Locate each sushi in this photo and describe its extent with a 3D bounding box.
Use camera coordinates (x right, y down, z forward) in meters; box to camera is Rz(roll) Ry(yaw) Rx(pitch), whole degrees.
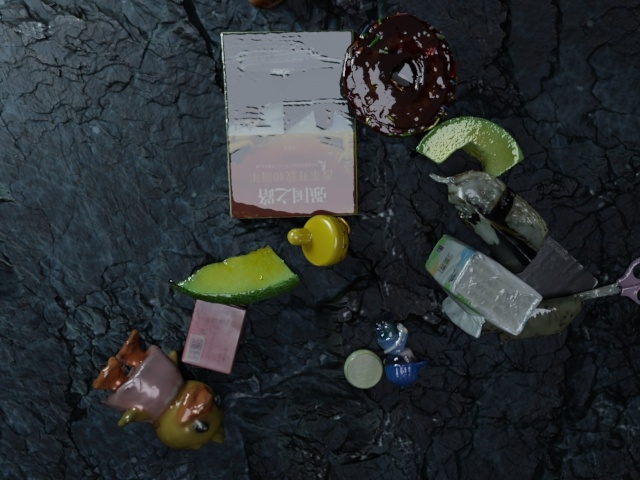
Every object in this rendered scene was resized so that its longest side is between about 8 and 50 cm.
[{"bbox_3d":[0.349,-0.067,1.264,0.109,0.134,0.273,-42,82,-9],"label":"sushi"}]

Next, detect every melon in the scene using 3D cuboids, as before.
[{"bbox_3d":[0.303,-0.189,1.263,0.210,0.064,0.118,24,96,-7],"label":"melon"},{"bbox_3d":[-0.174,0.073,1.267,0.262,0.053,0.113,-7,80,-14],"label":"melon"}]

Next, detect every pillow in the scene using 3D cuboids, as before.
[{"bbox_3d":[0.441,0.172,1.321,0.241,0.051,0.093,-9,110,0],"label":"pillow"}]

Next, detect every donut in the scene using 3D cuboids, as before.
[{"bbox_3d":[0.151,-0.316,1.218,0.235,0.089,0.235,-1,97,-9],"label":"donut"}]

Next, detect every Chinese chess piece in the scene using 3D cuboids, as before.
[{"bbox_3d":[0.092,0.275,1.335,0.084,0.034,0.084,0,97,-4],"label":"Chinese chess piece"}]

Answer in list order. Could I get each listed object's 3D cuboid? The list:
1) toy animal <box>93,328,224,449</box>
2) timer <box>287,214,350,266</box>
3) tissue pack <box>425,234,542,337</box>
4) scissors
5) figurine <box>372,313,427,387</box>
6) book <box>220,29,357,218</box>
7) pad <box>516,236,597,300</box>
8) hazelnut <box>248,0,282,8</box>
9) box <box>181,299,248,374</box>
[{"bbox_3d":[-0.313,0.329,1.272,0.281,0.195,0.169,31,135,-2],"label":"toy animal"},{"bbox_3d":[0.000,0.000,1.255,0.109,0.107,0.107,-2,101,-46],"label":"timer"},{"bbox_3d":[0.293,0.098,1.216,0.159,0.229,0.145,33,95,-8],"label":"tissue pack"},{"bbox_3d":[0.625,0.103,1.330,0.212,0.021,0.110,-13,97,-2],"label":"scissors"},{"bbox_3d":[0.162,0.232,1.311,0.086,0.087,0.149,-20,99,39],"label":"figurine"},{"bbox_3d":[-0.060,-0.233,1.264,0.263,0.028,0.373,-2,98,-3],"label":"book"},{"bbox_3d":[0.504,0.078,1.334,0.157,0.003,0.112,41,95,-6],"label":"pad"},{"bbox_3d":[-0.104,-0.491,1.206,0.086,0.086,0.086,0,98,-2],"label":"hazelnut"},{"bbox_3d":[-0.218,0.192,1.301,0.111,0.060,0.156,16,97,-2],"label":"box"}]
